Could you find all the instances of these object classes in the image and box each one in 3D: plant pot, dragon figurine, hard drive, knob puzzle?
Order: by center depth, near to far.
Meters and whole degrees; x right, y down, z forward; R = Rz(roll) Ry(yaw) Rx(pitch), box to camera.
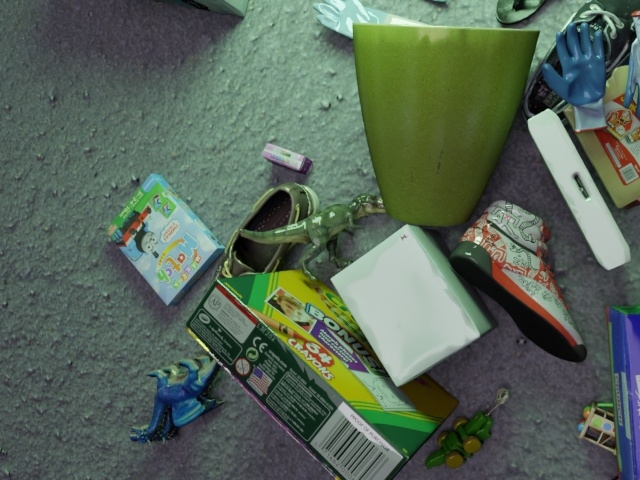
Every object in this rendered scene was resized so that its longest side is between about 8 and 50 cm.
[{"bbox_3d":[0.356,-0.057,0.947,0.040,0.307,0.203,-28,79,19],"label":"hard drive"},{"bbox_3d":[0.479,-0.170,1.008,0.213,0.030,0.213,0,99,3],"label":"knob puzzle"},{"bbox_3d":[0.177,-0.180,1.067,0.275,0.275,0.293,10,109,22],"label":"plant pot"},{"bbox_3d":[-0.242,0.296,1.300,0.289,0.085,0.144,-23,81,20],"label":"dragon figurine"}]

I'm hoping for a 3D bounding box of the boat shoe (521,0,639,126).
[{"bbox_3d":[0.404,-0.298,1.015,0.108,0.102,0.301,44,104,18],"label":"boat shoe"}]

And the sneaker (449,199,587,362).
[{"bbox_3d":[0.337,0.057,1.067,0.270,0.090,0.145,41,69,-6],"label":"sneaker"}]

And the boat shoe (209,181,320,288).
[{"bbox_3d":[-0.125,0.034,1.251,0.116,0.097,0.324,40,103,18],"label":"boat shoe"}]

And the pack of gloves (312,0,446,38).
[{"bbox_3d":[0.115,-0.428,1.205,0.232,0.046,0.195,30,94,13],"label":"pack of gloves"}]

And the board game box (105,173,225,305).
[{"bbox_3d":[-0.308,-0.002,1.357,0.211,0.039,0.160,46,104,15],"label":"board game box"}]

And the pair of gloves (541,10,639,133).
[{"bbox_3d":[0.414,-0.238,0.968,0.198,0.023,0.159,-13,102,5],"label":"pair of gloves"}]

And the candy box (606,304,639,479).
[{"bbox_3d":[0.570,0.219,0.932,0.317,0.122,0.268,-3,87,9],"label":"candy box"}]

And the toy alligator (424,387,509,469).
[{"bbox_3d":[0.251,0.318,1.124,0.051,0.056,0.189,37,105,-25],"label":"toy alligator"}]

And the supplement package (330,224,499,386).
[{"bbox_3d":[0.154,0.097,1.082,0.149,0.203,0.194,-36,76,17],"label":"supplement package"}]

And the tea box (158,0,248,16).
[{"bbox_3d":[-0.282,-0.626,1.262,0.324,0.220,0.328,16,95,22],"label":"tea box"}]

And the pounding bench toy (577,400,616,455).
[{"bbox_3d":[0.434,0.270,1.047,0.065,0.052,0.083,23,97,21],"label":"pounding bench toy"}]

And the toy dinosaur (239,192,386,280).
[{"bbox_3d":[0.000,0.000,1.185,0.268,0.064,0.118,-17,98,-19],"label":"toy dinosaur"}]

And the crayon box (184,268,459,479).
[{"bbox_3d":[0.017,0.197,1.075,0.363,0.313,0.106,41,106,17],"label":"crayon box"}]

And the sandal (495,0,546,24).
[{"bbox_3d":[0.356,-0.415,1.099,0.179,0.040,0.067,-32,78,18],"label":"sandal"}]

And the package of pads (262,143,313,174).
[{"bbox_3d":[-0.060,-0.148,1.254,0.083,0.050,0.032,22,92,21],"label":"package of pads"}]

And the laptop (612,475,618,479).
[{"bbox_3d":[0.488,0.485,0.976,0.234,0.136,0.264,-45,74,15],"label":"laptop"}]

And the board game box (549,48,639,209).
[{"bbox_3d":[0.479,-0.204,1.054,0.145,0.027,0.281,-26,80,21],"label":"board game box"}]
